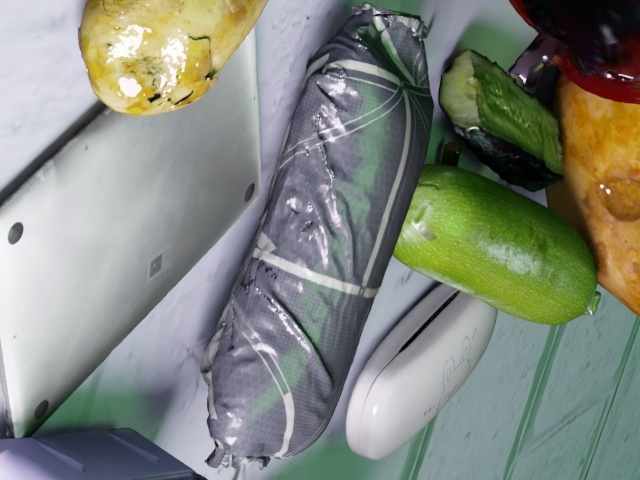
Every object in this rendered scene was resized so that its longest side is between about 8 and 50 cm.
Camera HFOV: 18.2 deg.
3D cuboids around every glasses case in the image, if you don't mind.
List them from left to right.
[{"bbox_3d":[0.091,0.104,1.726,0.233,0.059,0.092,-42,143,-49],"label":"glasses case"}]

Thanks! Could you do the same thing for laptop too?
[{"bbox_3d":[-0.112,-0.020,1.208,0.269,0.015,0.187,-48,151,-38],"label":"laptop"}]

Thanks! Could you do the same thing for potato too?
[{"bbox_3d":[-0.071,-0.143,1.100,0.170,0.080,0.107,-61,169,-17],"label":"potato"}]

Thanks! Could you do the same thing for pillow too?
[{"bbox_3d":[0.000,0.000,1.369,0.161,0.093,0.335,17,94,-76],"label":"pillow"}]

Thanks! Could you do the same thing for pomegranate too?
[{"bbox_3d":[0.369,-0.086,1.828,0.338,0.338,0.338,-48,152,-37],"label":"pomegranate"}]

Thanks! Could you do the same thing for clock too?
[{"bbox_3d":[-0.157,0.195,1.229,0.144,0.073,0.193,-63,159,8],"label":"clock"}]

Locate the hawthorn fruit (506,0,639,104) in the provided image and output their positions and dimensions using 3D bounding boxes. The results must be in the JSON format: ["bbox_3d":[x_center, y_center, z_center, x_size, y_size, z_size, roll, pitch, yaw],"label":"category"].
[{"bbox_3d":[0.262,-0.249,1.478,0.316,0.316,0.316,-48,152,-37],"label":"hawthorn fruit"}]

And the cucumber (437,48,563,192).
[{"bbox_3d":[0.140,-0.096,1.653,0.211,0.062,0.078,21,58,-62],"label":"cucumber"}]

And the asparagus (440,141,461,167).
[{"bbox_3d":[0.103,-0.030,1.679,0.015,0.018,0.127,-101,-166,-47],"label":"asparagus"}]

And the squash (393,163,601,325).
[{"bbox_3d":[0.154,0.008,1.675,0.379,0.101,0.101,27,87,-56],"label":"squash"}]
